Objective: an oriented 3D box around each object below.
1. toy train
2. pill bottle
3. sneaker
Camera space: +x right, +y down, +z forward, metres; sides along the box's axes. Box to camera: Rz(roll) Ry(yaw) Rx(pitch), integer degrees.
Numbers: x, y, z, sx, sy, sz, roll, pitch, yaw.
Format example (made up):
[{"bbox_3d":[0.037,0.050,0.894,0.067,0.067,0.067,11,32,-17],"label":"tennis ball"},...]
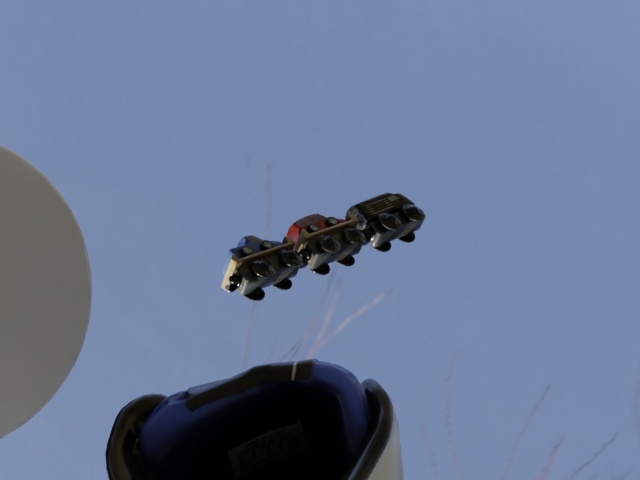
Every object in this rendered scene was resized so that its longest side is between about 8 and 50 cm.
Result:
[{"bbox_3d":[0.000,0.000,1.027,0.158,0.027,0.036,-20,-125,-42],"label":"toy train"},{"bbox_3d":[-0.220,0.014,0.832,0.160,0.283,0.160,-2,-85,-28],"label":"pill bottle"},{"bbox_3d":[0.003,0.140,0.658,0.127,0.315,0.182,-5,-101,13],"label":"sneaker"}]
